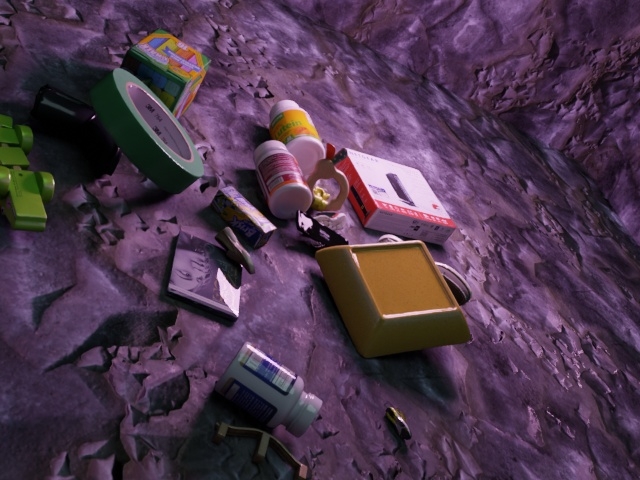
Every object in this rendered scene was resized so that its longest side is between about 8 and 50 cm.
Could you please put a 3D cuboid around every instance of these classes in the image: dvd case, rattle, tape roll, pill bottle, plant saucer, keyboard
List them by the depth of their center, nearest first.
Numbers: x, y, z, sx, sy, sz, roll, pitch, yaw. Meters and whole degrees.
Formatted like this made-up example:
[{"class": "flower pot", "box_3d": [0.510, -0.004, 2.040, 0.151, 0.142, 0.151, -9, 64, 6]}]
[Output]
[{"class": "pill bottle", "box_3d": [-0.096, 0.287, 1.426, 0.186, 0.112, 0.112, 35, 29, -1]}, {"class": "dvd case", "box_3d": [-0.252, 0.075, 1.669, 0.164, 0.018, 0.221, 25, 31, -18]}, {"class": "tape roll", "box_3d": [-0.409, -0.261, 1.800, 0.321, 0.077, 0.321, 51, 10, -12]}, {"class": "plant saucer", "box_3d": [0.194, 0.118, 1.895, 0.332, 0.081, 0.333, -3, 50, -28]}, {"class": "keyboard", "box_3d": [0.000, 0.000, 2.011, 0.192, 0.038, 0.100, 31, 38, -30]}, {"class": "pill bottle", "box_3d": [-0.110, -0.171, 2.065, 0.121, 0.121, 0.221, 13, 36, -34]}, {"class": "rattle", "box_3d": [0.020, -0.190, 2.109, 0.130, 0.200, 0.143, 4, 20, 9]}, {"class": "pill bottle", "box_3d": [-0.081, -0.321, 2.295, 0.136, 0.136, 0.246, 15, 35, -32]}]

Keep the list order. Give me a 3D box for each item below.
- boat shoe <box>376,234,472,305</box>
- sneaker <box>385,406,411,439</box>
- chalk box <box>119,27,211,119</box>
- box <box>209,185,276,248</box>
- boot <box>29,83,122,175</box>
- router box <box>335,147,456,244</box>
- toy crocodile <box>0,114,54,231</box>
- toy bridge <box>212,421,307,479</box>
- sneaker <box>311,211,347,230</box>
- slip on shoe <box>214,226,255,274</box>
[{"class": "boat shoe", "box_3d": [0.277, 0.098, 2.091, 0.305, 0.109, 0.091, 32, 30, 7]}, {"class": "sneaker", "box_3d": [0.176, 0.394, 1.631, 0.035, 0.031, 0.083, 2, 43, -45]}, {"class": "chalk box", "box_3d": [-0.444, -0.422, 2.031, 0.179, 0.180, 0.289, 31, 31, -7]}, {"class": "box", "box_3d": [-0.194, -0.060, 1.880, 0.169, 0.059, 0.054, 43, 31, 14]}, {"class": "boot", "box_3d": [-0.569, -0.260, 1.750, 0.207, 0.094, 0.246, 19, 29, -29]}, {"class": "router box", "box_3d": [0.232, -0.140, 2.408, 0.335, 0.082, 0.301, 11, 37, -35]}, {"class": "toy crocodile", "box_3d": [-0.635, -0.144, 1.528, 0.115, 0.105, 0.340, 0, 49, -46]}, {"class": "toy bridge", "box_3d": [-0.108, 0.377, 1.371, 0.188, 0.026, 0.063, 30, 27, -8]}, {"class": "sneaker", "box_3d": [0.004, -0.050, 2.092, 0.065, 0.061, 0.158, 22, 17, 36]}, {"class": "slip on shoe", "box_3d": [-0.197, 0.029, 1.737, 0.041, 0.051, 0.135, -29, 70, -17]}]
